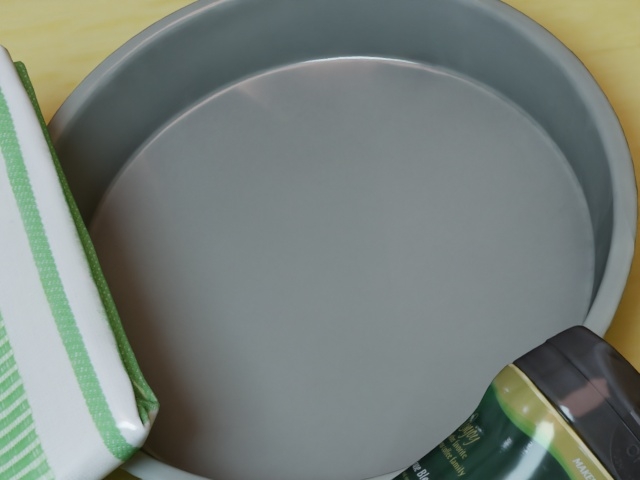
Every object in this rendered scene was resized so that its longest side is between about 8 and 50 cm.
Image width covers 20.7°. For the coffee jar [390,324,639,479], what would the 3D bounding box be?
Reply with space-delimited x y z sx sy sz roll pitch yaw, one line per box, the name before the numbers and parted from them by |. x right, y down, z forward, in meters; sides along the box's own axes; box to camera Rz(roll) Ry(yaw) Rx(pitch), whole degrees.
coffee jar | 0.062 0.120 0.680 0.184 0.079 0.096 -40 100 0

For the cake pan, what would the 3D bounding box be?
cake pan | 0.000 0.000 0.816 0.293 0.054 0.293 -5 57 8

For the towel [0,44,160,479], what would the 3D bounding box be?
towel | -0.244 0.074 0.789 0.325 0.038 0.248 -30 57 5
